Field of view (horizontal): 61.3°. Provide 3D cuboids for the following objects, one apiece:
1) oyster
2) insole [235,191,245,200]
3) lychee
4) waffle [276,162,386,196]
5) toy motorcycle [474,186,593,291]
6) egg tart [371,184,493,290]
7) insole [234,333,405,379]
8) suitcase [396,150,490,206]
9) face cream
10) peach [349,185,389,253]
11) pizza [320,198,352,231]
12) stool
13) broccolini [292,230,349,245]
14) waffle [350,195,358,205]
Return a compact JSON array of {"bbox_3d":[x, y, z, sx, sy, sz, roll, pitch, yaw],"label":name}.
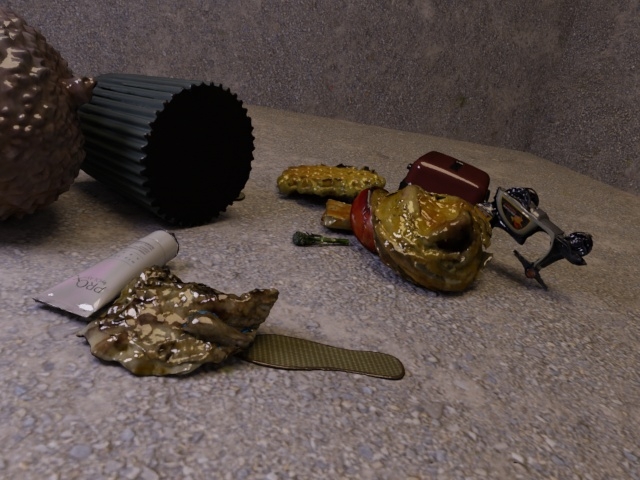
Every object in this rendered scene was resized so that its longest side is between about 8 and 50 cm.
[{"bbox_3d":[-0.190,0.099,0.725,0.214,0.083,0.223,15,27,18],"label":"oyster"},{"bbox_3d":[-0.362,-0.150,1.378,0.349,0.009,0.119,14,20,3],"label":"insole"},{"bbox_3d":[-0.590,-0.207,0.906,0.432,0.380,0.380,-17,25,-4],"label":"lychee"},{"bbox_3d":[0.030,-0.172,1.527,0.312,0.060,0.307,5,19,10],"label":"waffle"},{"bbox_3d":[0.470,-0.016,1.209,0.091,0.157,0.263,-3,44,-52],"label":"toy motorcycle"},{"bbox_3d":[0.246,-0.029,1.129,0.297,0.132,0.297,13,43,-13],"label":"egg tart"},{"bbox_3d":[-0.001,0.163,0.767,0.253,0.005,0.086,9,21,-9],"label":"insole"},{"bbox_3d":[0.357,-0.142,1.540,0.236,0.161,0.297,26,21,11],"label":"suitcase"},{"bbox_3d":[-0.309,0.048,0.826,0.092,0.058,0.243,13,25,15],"label":"face cream"},{"bbox_3d":[0.123,-0.039,1.222,0.127,0.092,0.172,30,47,-32],"label":"peach"},{"bbox_3d":[0.062,-0.057,1.329,0.175,0.046,0.134,-1,25,-32],"label":"pizza"},{"bbox_3d":[-0.360,-0.219,1.173,0.330,0.297,0.297,22,22,33],"label":"stool"},{"bbox_3d":[0.000,0.000,1.184,0.140,0.030,0.035,5,-15,-33],"label":"broccolini"},{"bbox_3d":[0.157,-0.108,1.526,0.103,0.042,0.148,20,21,23],"label":"waffle"}]
